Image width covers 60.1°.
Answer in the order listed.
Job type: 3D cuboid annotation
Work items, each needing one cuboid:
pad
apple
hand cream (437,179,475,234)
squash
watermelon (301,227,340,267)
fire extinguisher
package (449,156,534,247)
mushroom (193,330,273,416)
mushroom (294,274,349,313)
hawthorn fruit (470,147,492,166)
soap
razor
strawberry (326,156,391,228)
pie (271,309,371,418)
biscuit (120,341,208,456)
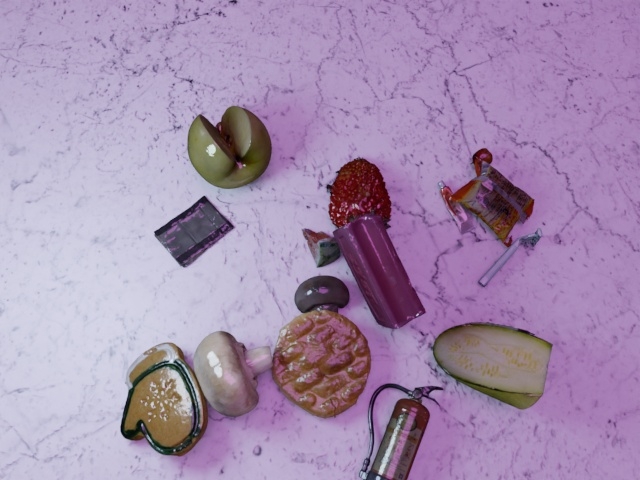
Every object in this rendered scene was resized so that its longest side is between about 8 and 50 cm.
[{"bbox_3d":[-0.446,-0.035,1.945,0.233,0.022,0.174,-41,76,-18],"label":"pad"},{"bbox_3d":[-0.319,-0.328,1.925,0.292,0.292,0.254,-26,50,-12],"label":"apple"},{"bbox_3d":[0.489,-0.125,2.033,0.052,0.038,0.216,-31,76,14],"label":"hand cream"},{"bbox_3d":[0.528,0.367,1.757,0.309,0.210,0.233,27,58,2],"label":"squash"},{"bbox_3d":[0.007,0.024,1.941,0.098,0.121,0.158,-18,26,-25],"label":"watermelon"},{"bbox_3d":[0.224,0.591,1.701,0.200,0.113,0.376,25,70,7],"label":"fire extinguisher"},{"bbox_3d":[0.630,-0.142,2.003,0.288,0.108,0.223,37,75,4],"label":"package"},{"bbox_3d":[-0.252,0.394,1.685,0.234,0.254,0.260,-26,115,-5],"label":"mushroom"},{"bbox_3d":[0.004,0.179,1.851,0.188,0.117,0.141,-9,59,-2],"label":"mushroom"},{"bbox_3d":[0.610,-0.311,2.088,0.077,0.077,0.077,1,69,-3],"label":"hawthorn fruit"},{"bbox_3d":[0.183,0.093,1.777,0.128,0.233,0.359,-26,90,-10],"label":"soap"},{"bbox_3d":[0.659,0.059,1.951,0.278,0.111,0.056,-38,72,-7],"label":"razor"},{"bbox_3d":[0.132,-0.180,1.975,0.233,0.137,0.306,-9,72,-6],"label":"strawberry"},{"bbox_3d":[0.005,0.386,1.765,0.339,0.083,0.339,0,78,-1],"label":"pie"},{"bbox_3d":[-0.492,0.494,1.678,0.287,0.057,0.343,-34,62,5],"label":"biscuit"}]
